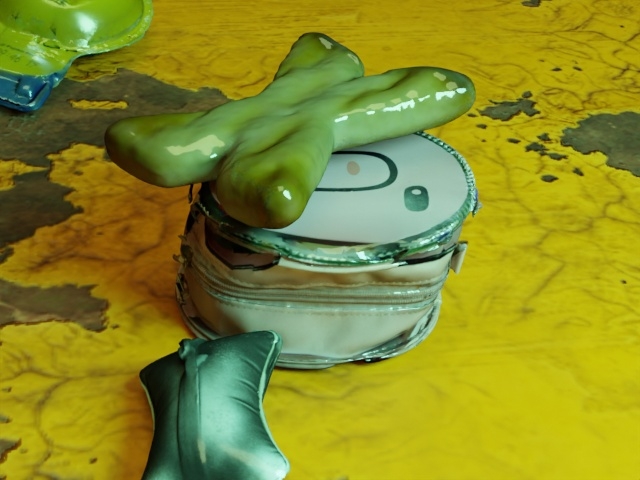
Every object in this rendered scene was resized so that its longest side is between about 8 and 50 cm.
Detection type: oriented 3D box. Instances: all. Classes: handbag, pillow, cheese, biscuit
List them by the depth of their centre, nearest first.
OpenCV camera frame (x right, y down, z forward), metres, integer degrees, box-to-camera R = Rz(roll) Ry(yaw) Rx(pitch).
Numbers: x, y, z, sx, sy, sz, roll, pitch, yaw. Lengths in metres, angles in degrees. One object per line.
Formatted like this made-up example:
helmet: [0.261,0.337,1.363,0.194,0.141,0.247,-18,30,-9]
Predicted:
pillow: [-0.066,0.107,0.654,0.091,0.055,0.136,5,37,-11]
biscuit: [-0.015,-0.077,0.724,0.164,0.047,0.208,21,41,38]
handbag: [0.000,-0.001,0.759,0.205,0.116,0.179,1,36,-3]
cheese: [-0.264,-0.217,1.068,0.177,0.069,0.270,18,44,2]
